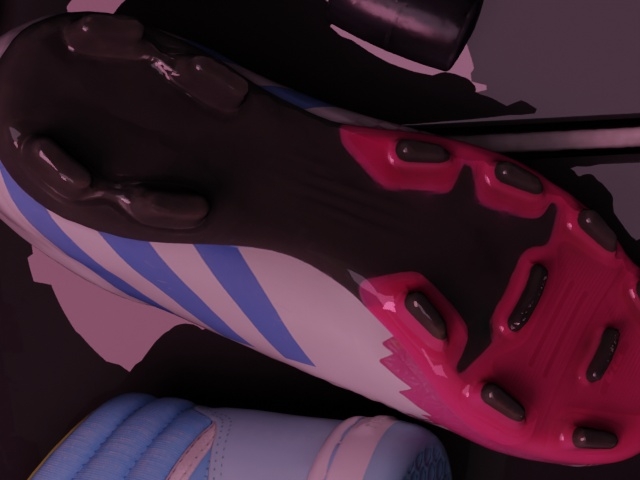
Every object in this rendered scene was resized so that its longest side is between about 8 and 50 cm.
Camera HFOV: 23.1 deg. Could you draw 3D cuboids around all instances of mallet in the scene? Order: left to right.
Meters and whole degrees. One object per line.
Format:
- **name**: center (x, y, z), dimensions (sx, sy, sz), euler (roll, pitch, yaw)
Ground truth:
- **mallet**: center (0.072, -0.160, 0.649), dimensions (0.062, 0.039, 0.189), euler (31, 104, 2)

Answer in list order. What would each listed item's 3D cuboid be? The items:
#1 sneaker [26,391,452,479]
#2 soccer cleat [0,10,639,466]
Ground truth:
- **sneaker**: center (-0.069, 0.217, 0.701), dimensions (0.208, 0.127, 0.319), euler (12, 89, 22)
- **soccer cleat**: center (0.000, 0.000, 0.674), dimensions (0.331, 0.143, 0.116), euler (27, 74, -18)
